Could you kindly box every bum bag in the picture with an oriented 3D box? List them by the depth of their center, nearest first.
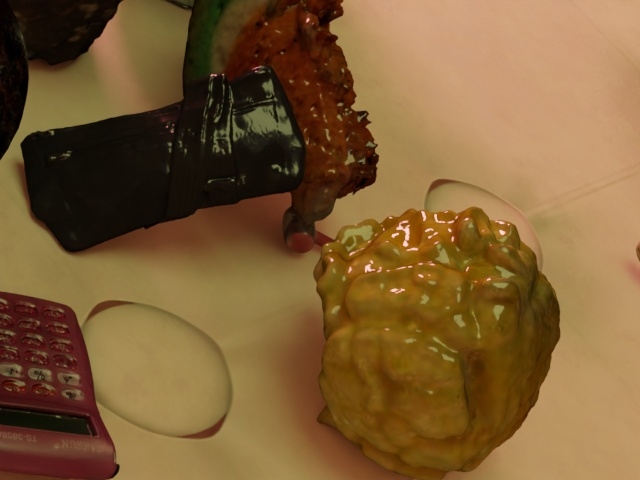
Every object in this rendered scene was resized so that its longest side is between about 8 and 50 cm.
[{"bbox_3d":[-0.138,-0.071,1.677,0.248,0.060,0.123,-17,79,-2],"label":"bum bag"}]

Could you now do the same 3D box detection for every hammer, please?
[{"bbox_3d":[0.000,0.000,1.810,0.083,0.031,0.052,28,35,-27],"label":"hammer"}]

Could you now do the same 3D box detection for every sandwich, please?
[{"bbox_3d":[-0.051,-0.151,1.790,0.162,0.250,0.301,-11,63,-25],"label":"sandwich"}]

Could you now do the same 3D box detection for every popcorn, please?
[{"bbox_3d":[0.091,0.083,1.651,0.225,0.249,0.249,11,33,17],"label":"popcorn"}]

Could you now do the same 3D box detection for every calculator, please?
[{"bbox_3d":[-0.236,0.114,1.494,0.127,0.034,0.190,10,38,-29],"label":"calculator"}]

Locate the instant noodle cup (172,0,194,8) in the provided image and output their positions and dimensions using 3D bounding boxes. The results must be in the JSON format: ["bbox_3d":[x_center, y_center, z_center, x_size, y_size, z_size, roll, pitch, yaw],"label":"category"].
[{"bbox_3d":[-0.103,-0.417,2.011,0.294,0.294,0.308,21,47,-19],"label":"instant noodle cup"}]

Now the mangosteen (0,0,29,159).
[{"bbox_3d":[-0.347,-0.135,1.544,0.216,0.216,0.216,21,39,-18],"label":"mangosteen"}]

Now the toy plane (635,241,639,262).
[{"bbox_3d":[0.453,0.075,2.030,0.256,0.104,0.242,42,52,-3],"label":"toy plane"}]

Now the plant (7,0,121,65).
[{"bbox_3d":[-0.245,-0.337,1.750,0.215,0.312,0.213,19,36,-16],"label":"plant"}]
